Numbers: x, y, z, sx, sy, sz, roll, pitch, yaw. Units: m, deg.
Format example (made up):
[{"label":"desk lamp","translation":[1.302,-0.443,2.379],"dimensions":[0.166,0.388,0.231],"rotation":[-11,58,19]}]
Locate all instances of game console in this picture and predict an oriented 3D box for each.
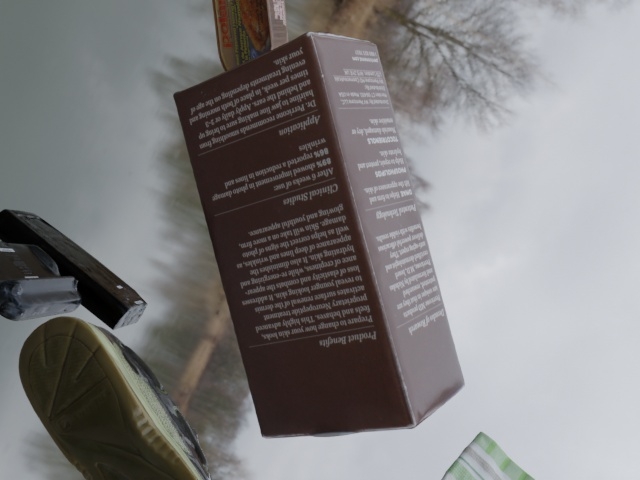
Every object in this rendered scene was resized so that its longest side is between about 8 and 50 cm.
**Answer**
[{"label":"game console","translation":[-0.342,0.036,0.916],"dimensions":[0.044,0.213,0.361],"rotation":[-52,177,0]}]

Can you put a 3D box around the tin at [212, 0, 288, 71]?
[{"label":"tin","translation":[-0.090,-0.290,0.933],"dimensions":[0.040,0.106,0.190],"rotation":[-17,106,-47]}]

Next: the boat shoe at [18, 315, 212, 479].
[{"label":"boat shoe","translation":[-0.105,0.144,0.472],"dimensions":[0.080,0.224,0.073],"rotation":[-35,172,12]}]

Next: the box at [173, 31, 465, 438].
[{"label":"box","translation":[0.000,0.000,0.784],"dimensions":[0.191,0.382,0.143],"rotation":[-14,179,35]}]

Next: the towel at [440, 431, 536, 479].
[{"label":"towel","translation":[0.229,0.337,1.020],"dimensions":[0.152,0.113,0.023],"rotation":[-31,160,-48]}]
